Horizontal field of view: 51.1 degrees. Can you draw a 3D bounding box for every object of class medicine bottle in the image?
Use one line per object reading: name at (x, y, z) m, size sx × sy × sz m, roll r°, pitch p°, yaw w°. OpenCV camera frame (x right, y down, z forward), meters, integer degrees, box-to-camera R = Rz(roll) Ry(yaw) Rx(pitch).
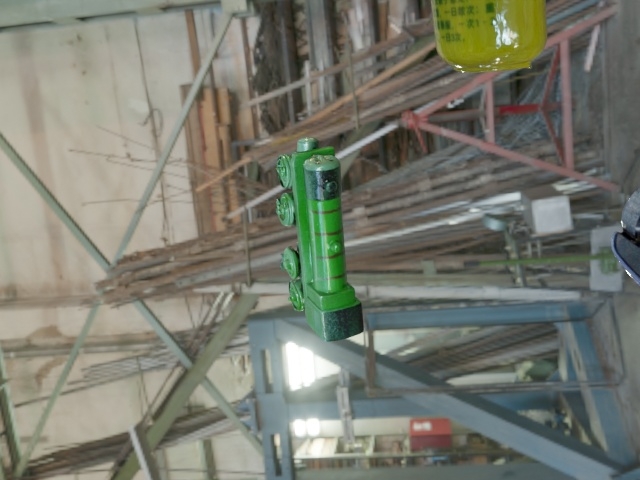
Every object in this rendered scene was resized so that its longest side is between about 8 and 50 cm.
medicine bottle at (0.124, -0.290, 0.529) m, size 0.111 × 0.076 × 0.308 m, roll 19°, pitch 126°, yaw 51°

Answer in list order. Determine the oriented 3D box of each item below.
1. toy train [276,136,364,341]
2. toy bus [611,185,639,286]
toy train at (0.000, 0.000, 0.838) m, size 0.119 × 0.085 × 0.251 m, roll -139°, pitch 40°, yaw -60°
toy bus at (0.348, -0.046, 0.447) m, size 0.133 × 0.292 × 0.125 m, roll 37°, pitch -169°, yaw -42°
